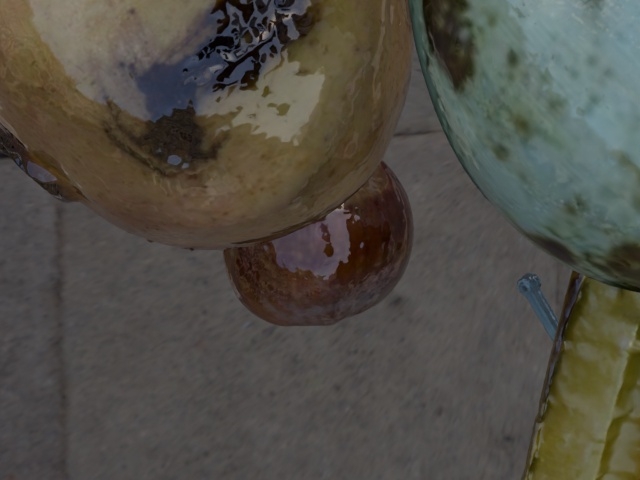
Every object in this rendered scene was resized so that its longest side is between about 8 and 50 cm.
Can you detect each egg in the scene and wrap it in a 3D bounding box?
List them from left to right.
[{"bbox_3d":[0.119,-0.085,0.621,0.169,0.169,0.231,-33,96,11],"label":"egg"}]

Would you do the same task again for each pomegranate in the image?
[{"bbox_3d":[-0.092,-0.144,1.003,0.322,0.322,0.322,1,96,10],"label":"pomegranate"}]

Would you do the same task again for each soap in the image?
[{"bbox_3d":[0.307,0.168,1.151,0.304,0.169,0.339,17,117,16],"label":"soap"}]

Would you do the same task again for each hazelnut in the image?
[{"bbox_3d":[0.000,0.000,1.253,0.154,0.143,0.143,-11,94,-21],"label":"hazelnut"}]

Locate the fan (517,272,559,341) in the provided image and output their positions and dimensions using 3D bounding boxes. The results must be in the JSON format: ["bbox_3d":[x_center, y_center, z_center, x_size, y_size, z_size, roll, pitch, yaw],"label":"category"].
[{"bbox_3d":[0.215,0.108,1.287,0.038,0.016,0.193,-21,105,50],"label":"fan"}]
